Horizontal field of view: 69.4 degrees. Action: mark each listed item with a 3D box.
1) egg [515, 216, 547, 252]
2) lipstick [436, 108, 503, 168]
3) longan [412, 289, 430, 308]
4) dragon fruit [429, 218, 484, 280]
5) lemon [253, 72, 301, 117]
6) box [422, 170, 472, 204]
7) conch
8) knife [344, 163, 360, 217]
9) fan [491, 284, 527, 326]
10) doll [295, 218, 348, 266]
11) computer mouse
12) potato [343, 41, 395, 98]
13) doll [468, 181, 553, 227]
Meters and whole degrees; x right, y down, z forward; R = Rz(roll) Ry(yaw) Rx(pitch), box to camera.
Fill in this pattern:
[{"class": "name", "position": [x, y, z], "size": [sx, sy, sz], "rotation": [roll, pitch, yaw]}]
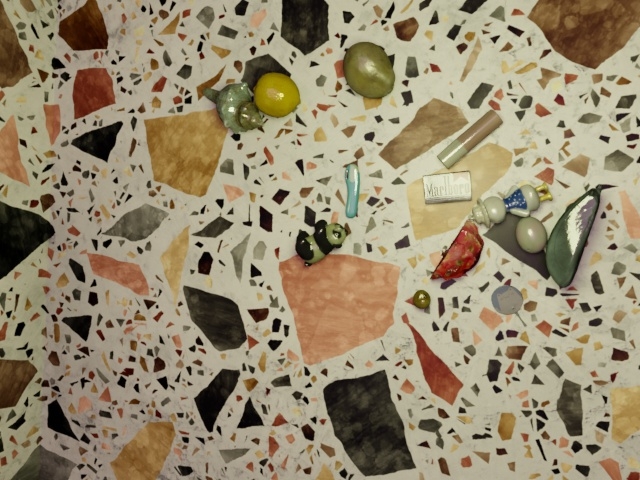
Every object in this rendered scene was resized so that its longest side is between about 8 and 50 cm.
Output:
[{"class": "egg", "position": [0.762, -0.021, 1.670], "size": [0.103, 0.103, 0.135], "rotation": [-16, 87, 18]}, {"class": "lipstick", "position": [0.559, -0.379, 1.737], "size": [0.254, 0.070, 0.070], "rotation": [-41, 80, 15]}, {"class": "longan", "position": [0.399, 0.229, 1.809], "size": [0.075, 0.083, 0.075], "rotation": [4, 63, -7]}, {"class": "dragon fruit", "position": [0.522, 0.063, 1.721], "size": [0.126, 0.161, 0.274], "rotation": [34, 100, 16]}, {"class": "lemon", "position": [-0.178, -0.598, 1.909], "size": [0.203, 0.178, 0.178], "rotation": [16, 98, -5]}, {"class": "box", "position": [0.489, -0.204, 1.785], "size": [0.177, 0.036, 0.115], "rotation": [-4, 91, 18]}, {"class": "conch", "position": [-0.376, -0.587, 1.977], "size": [0.386, 0.169, 0.203], "rotation": [39, 90, 12]}, {"class": "knife", "position": [0.130, -0.203, 1.903], "size": [0.064, 0.031, 0.222], "rotation": [3, 97, 14]}, {"class": "fan", "position": [0.724, 0.251, 1.745], "size": [0.113, 0.005, 0.175], "rotation": [-35, 82, 16]}, {"class": "doll", "position": [-0.001, 0.000, 1.904], "size": [0.234, 0.143, 0.135], "rotation": [-36, 106, 15]}, {"class": "computer mouse", "position": [0.867, -0.023, 1.599], "size": [0.121, 0.188, 0.371], "rotation": [23, 102, 28]}, {"class": "potato", "position": [0.189, -0.659, 1.802], "size": [0.235, 0.160, 0.178], "rotation": [39, 142, -1]}, {"class": "doll", "position": [0.687, -0.129, 1.690], "size": [0.293, 0.119, 0.138], "rotation": [-20, 62, 12]}]
